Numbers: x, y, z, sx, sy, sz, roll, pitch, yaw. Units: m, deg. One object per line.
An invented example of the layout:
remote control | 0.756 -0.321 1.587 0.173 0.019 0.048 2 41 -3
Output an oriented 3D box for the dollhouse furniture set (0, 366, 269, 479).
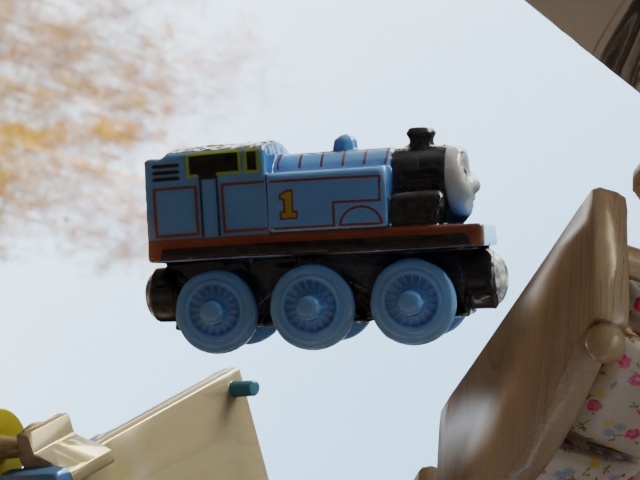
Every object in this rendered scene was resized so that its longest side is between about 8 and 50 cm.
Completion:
dollhouse furniture set | -0.110 0.209 1.079 0.198 0.286 0.303 -7 -76 36

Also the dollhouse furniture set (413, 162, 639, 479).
dollhouse furniture set | 0.185 0.149 0.557 0.355 0.303 0.173 115 -11 -49

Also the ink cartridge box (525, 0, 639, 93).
ink cartridge box | 0.201 -0.099 0.612 0.273 0.197 0.114 46 -53 31

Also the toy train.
toy train | 0.000 0.000 0.838 0.080 0.184 0.105 -9 96 -77
